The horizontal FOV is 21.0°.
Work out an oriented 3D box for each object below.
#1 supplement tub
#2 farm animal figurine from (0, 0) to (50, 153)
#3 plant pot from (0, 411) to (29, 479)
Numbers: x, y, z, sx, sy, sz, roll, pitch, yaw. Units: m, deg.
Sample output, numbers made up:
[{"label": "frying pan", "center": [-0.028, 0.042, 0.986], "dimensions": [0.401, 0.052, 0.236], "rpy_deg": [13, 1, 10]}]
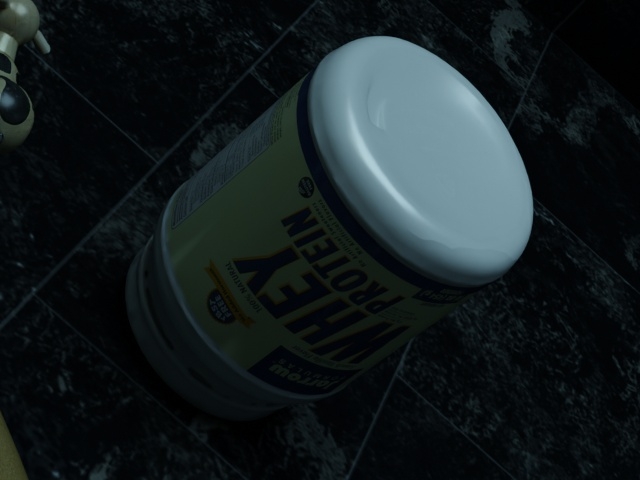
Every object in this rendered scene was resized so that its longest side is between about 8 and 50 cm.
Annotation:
[{"label": "supplement tub", "center": [0.000, 0.000, 1.512], "dimensions": [0.235, 0.325, 0.235], "rpy_deg": [27, 43, -29]}, {"label": "farm animal figurine", "center": [-0.347, -0.222, 1.506], "dimensions": [0.330, 0.172, 0.327], "rpy_deg": [47, 14, -4]}, {"label": "plant pot", "center": [-0.281, 0.159, 1.076], "dimensions": [0.254, 0.237, 0.237], "rpy_deg": [54, 24, -13]}]
